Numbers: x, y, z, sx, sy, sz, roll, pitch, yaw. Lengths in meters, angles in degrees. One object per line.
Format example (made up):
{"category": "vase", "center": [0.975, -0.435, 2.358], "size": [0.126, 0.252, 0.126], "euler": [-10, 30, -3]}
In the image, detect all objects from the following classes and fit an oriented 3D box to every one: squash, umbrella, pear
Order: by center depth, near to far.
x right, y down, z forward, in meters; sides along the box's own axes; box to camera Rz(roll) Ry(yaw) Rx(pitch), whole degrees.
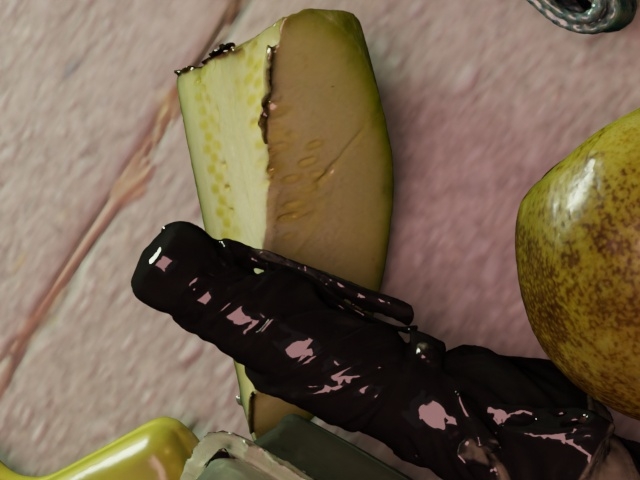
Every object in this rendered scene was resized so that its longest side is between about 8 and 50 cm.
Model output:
{"category": "pear", "center": [0.207, 0.014, 0.997], "size": [0.197, 0.197, 0.197], "euler": [1, 93, 19]}
{"category": "umbrella", "center": [0.061, 0.083, 1.045], "size": [0.358, 0.113, 0.106], "euler": [30, 96, -1]}
{"category": "squash", "center": [0.000, 0.000, 1.106], "size": [0.093, 0.169, 0.252], "euler": [-11, 88, -25]}

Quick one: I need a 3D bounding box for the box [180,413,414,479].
{"category": "box", "center": [0.021, 0.250, 1.054], "size": [0.290, 0.166, 0.220], "euler": [31, 131, 14]}

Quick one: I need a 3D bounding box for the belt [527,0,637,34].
{"category": "belt", "center": [0.073, -0.217, 1.090], "size": [0.302, 0.072, 0.087], "euler": [31, 104, 15]}

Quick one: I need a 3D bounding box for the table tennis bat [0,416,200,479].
{"category": "table tennis bat", "center": [-0.234, 0.204, 1.227], "size": [0.369, 0.054, 0.224], "euler": [-21, 86, 22]}
